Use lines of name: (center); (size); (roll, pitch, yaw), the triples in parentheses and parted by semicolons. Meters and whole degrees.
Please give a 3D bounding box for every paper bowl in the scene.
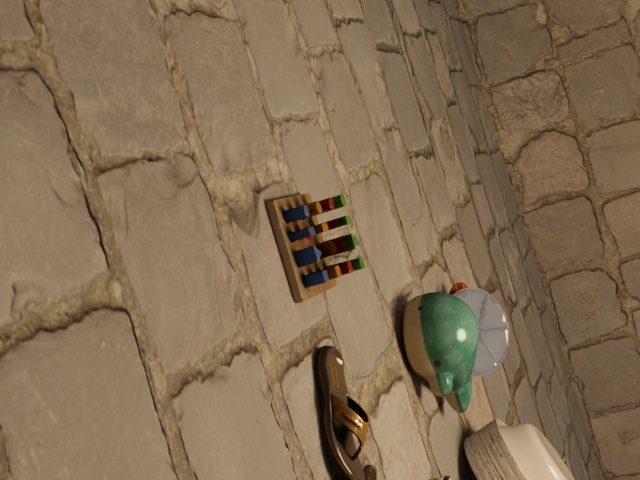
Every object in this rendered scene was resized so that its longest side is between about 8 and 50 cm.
paper bowl: (0.441, 0.504, 2.095); (0.284, 0.148, 0.284); (51, 10, -12)

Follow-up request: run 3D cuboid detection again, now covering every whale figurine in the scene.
whale figurine: (0.265, 0.223, 1.980); (0.216, 0.141, 0.272); (-80, 148, -51)

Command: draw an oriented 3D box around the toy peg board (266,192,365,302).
toy peg board: (0.000, 0.000, 1.560); (0.160, 0.079, 0.161); (-19, 92, -70)

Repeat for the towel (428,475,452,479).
towel: (0.138, 0.538, 1.414); (0.331, 0.053, 0.317); (-16, 90, -51)

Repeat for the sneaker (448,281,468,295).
sneaker: (0.329, 0.185, 2.303); (0.067, 0.064, 0.175); (8, 77, -73)

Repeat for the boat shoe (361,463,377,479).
boat shoe: (0.075, 0.400, 1.491); (0.152, 0.049, 0.056); (-76, 146, -51)

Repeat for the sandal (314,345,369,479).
sandal: (0.042, 0.262, 1.495); (0.090, 0.060, 0.220); (35, 43, -59)

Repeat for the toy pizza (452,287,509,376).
toy pizza: (0.344, 0.208, 2.241); (0.201, 0.032, 0.201); (6, 78, -30)
